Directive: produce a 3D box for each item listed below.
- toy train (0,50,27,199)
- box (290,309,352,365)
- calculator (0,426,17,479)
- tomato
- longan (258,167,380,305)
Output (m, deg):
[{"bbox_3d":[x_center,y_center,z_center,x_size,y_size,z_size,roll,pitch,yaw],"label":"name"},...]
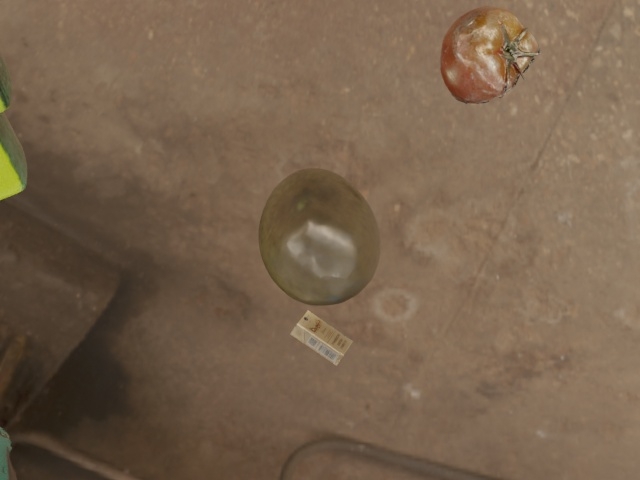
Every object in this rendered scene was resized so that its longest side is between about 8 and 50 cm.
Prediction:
[{"bbox_3d":[-0.440,-0.170,0.886,0.272,0.179,0.442,-24,137,-9],"label":"toy train"},{"bbox_3d":[0.002,0.142,1.418,0.083,0.053,0.024,33,115,6],"label":"box"},{"bbox_3d":[-0.435,0.218,1.009,0.248,0.274,0.058,34,89,-25],"label":"calculator"},{"bbox_3d":[0.342,-0.409,2.048,0.181,0.214,0.155,4,141,46],"label":"tomato"},{"bbox_3d":[0.000,0.000,1.687,0.215,0.246,0.246,-41,117,0],"label":"longan"}]
